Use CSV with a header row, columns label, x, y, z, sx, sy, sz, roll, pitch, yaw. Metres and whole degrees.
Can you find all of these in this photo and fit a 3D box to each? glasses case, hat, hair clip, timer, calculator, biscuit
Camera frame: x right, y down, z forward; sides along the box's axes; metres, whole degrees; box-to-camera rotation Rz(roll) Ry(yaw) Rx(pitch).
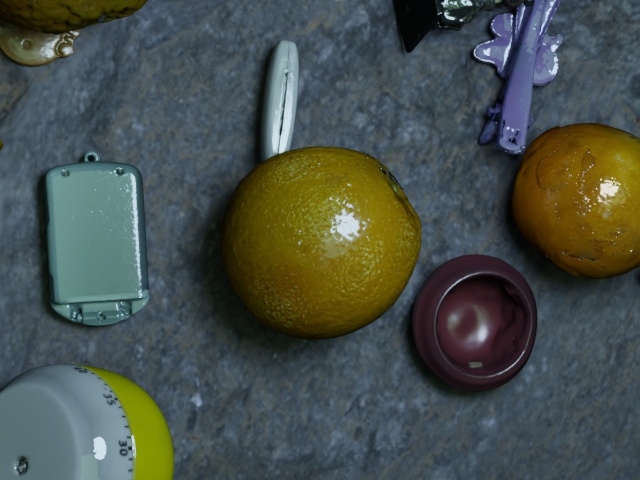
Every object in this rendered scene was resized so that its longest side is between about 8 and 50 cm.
label,x,y,z,sx,sy,sz,roll,pitch,yaw
glasses case,-0.060,-0.193,1.612,0.049,0.074,0.193,5,86,-10
hat,0.228,0.121,1.667,0.206,0.089,0.205,-1,93,-11
hair clip,0.296,-0.254,1.703,0.137,0.090,0.278,13,77,0
timer,-0.294,0.297,1.475,0.285,0.285,0.285,0,88,-14
calculator,-0.313,-0.003,1.559,0.141,0.045,0.246,-4,89,-14
biscuit,-0.430,-0.318,1.551,0.133,0.027,0.184,-34,96,-14

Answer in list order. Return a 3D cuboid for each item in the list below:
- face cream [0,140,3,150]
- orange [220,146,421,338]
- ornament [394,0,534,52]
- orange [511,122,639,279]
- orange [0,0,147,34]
label,x,y,z,sx,sy,sz,roll,pitch,yaw
face cream,-0.551,-0.199,1.491,0.273,0.078,0.078,45,79,-8
orange,0.000,0.000,1.523,0.274,0.274,0.274,0,88,-14
ornament,0.219,-0.379,1.644,0.196,0.166,0.153,-8,81,-15
orange,0.400,-0.058,1.638,0.240,0.240,0.239,0,88,-14
orange,-0.349,-0.441,1.423,0.322,0.322,0.357,-26,90,-13
